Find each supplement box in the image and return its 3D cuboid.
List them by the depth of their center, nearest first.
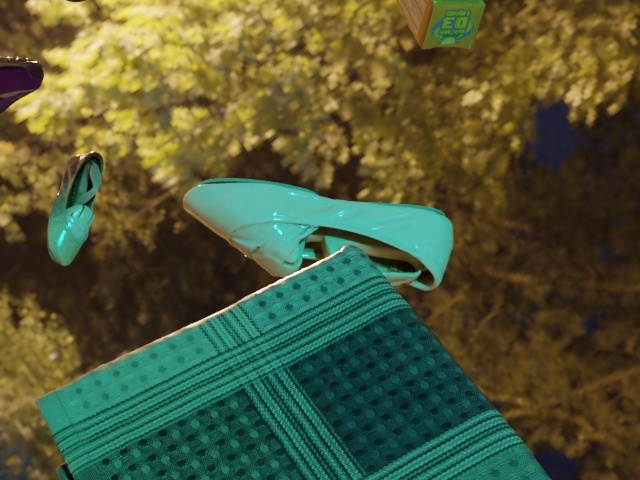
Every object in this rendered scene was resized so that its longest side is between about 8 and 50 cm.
[{"bbox_3d":[0.135,-0.347,1.666,0.080,0.078,0.233,108,-29,-45],"label":"supplement box"}]

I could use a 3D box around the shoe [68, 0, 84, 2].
[{"bbox_3d":[-0.156,-0.287,1.224,0.058,0.219,0.077,-55,127,-70],"label":"shoe"}]

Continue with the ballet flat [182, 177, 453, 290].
[{"bbox_3d":[0.000,0.000,1.836,0.139,0.400,0.139,-172,-90,-80],"label":"ballet flat"}]

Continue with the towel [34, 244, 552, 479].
[{"bbox_3d":[-0.031,0.167,1.009,0.312,0.324,0.056,51,-22,39],"label":"towel"}]

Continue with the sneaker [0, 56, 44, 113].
[{"bbox_3d":[-0.464,-0.136,1.626,0.102,0.293,0.146,-15,89,-71],"label":"sneaker"}]

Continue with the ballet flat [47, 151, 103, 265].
[{"bbox_3d":[-0.312,-0.047,1.646,0.057,0.052,0.168,39,42,-42],"label":"ballet flat"}]
